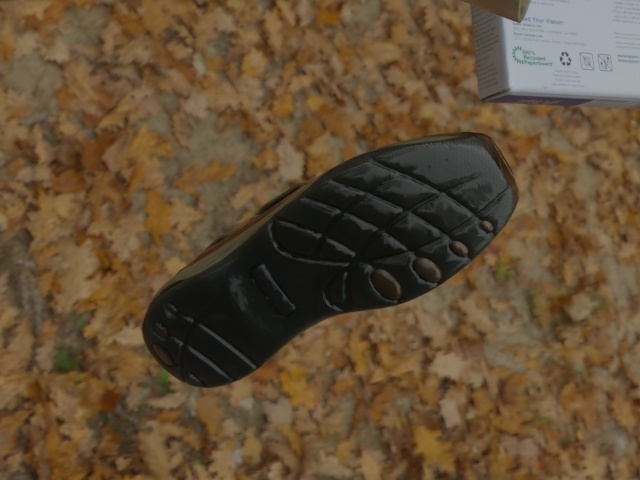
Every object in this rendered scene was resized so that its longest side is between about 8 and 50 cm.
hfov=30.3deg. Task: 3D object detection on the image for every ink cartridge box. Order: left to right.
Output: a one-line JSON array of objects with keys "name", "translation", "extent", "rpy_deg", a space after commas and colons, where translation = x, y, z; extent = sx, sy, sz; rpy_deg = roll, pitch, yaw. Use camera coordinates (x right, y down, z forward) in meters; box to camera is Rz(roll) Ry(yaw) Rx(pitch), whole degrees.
[{"name": "ink cartridge box", "translation": [0.313, -0.320, 1.376], "extent": [0.324, 0.071, 0.330], "rpy_deg": [-1, 83, -30]}]

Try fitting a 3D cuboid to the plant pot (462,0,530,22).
[{"name": "plant pot", "translation": [0.067, -0.339, 0.981], "extent": [0.274, 0.256, 0.256], "rpy_deg": [16, 51, 11]}]

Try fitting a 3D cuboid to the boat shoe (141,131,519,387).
[{"name": "boat shoe", "translation": [0.000, 0.000, 0.953], "extent": [0.122, 0.324, 0.120], "rpy_deg": [59, 18, -16]}]
